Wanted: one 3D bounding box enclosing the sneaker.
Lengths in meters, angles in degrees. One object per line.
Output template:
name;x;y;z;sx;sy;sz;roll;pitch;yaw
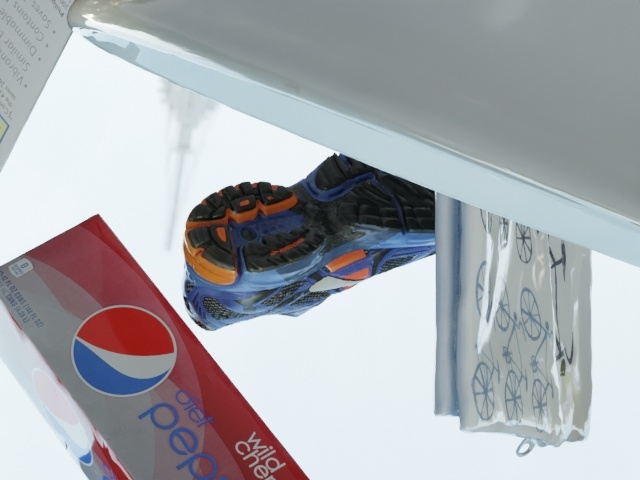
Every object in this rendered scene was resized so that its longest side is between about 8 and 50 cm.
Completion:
sneaker;0.000;0.000;1.055;0.221;0.087;0.083;-11;-124;-34

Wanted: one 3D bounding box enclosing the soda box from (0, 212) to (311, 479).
soda box;-0.090;0.114;0.970;0.083;0.092;0.263;-31;-114;-24

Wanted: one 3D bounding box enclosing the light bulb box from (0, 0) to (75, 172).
light bulb box;-0.400;-0.176;1.235;0.225;0.358;0.361;-11;-136;35

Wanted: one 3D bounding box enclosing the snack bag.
snack bag;0.137;-0.025;1.075;0.037;0.323;0.342;-3;168;21

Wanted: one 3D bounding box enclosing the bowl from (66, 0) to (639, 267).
bowl;0.089;-0.065;0.483;0.298;0.134;0.298;21;-179;0
